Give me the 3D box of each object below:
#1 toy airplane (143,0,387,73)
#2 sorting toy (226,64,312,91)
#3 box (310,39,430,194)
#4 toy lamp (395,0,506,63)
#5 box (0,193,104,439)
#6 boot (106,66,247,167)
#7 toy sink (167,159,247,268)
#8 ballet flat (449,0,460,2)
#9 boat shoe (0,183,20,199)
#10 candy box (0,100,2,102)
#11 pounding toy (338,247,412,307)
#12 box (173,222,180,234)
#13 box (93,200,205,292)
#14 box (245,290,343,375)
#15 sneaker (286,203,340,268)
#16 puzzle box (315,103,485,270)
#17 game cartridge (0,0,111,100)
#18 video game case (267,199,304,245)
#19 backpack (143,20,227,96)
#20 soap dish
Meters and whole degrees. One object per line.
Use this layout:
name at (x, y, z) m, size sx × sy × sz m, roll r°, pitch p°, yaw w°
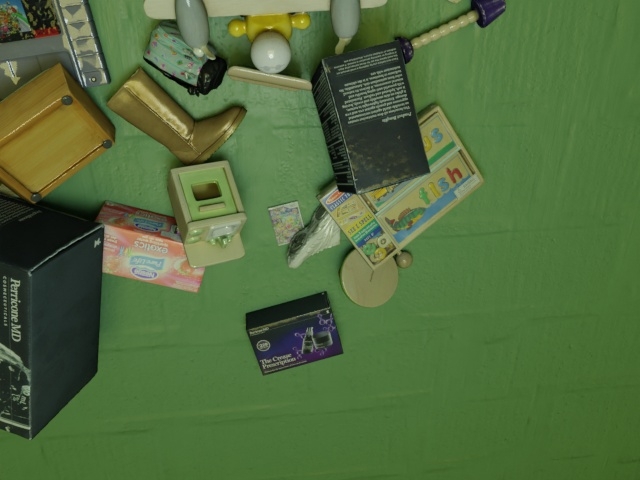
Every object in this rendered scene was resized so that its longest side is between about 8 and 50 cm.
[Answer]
toy airplane at (-0.106, -0.488, 1.171) m, size 0.386 × 0.272 × 0.384 m, roll -14°, pitch 167°, yaw 38°
sorting toy at (-0.125, -0.390, 1.346) m, size 0.193 × 0.208 × 0.038 m, roll 8°, pitch 102°, yaw -11°
box at (0.107, -0.271, 1.323) m, size 0.183 × 0.296 × 0.294 m, roll -15°, pitch 98°, yaw -4°
toy lamp at (0.325, -0.533, 1.407) m, size 0.275 × 0.080 × 0.080 m, roll -25°, pitch 116°, yaw 4°
box at (-0.822, 0.152, 1.381) m, size 0.472 × 0.297 × 0.479 m, roll 15°, pitch 115°, yaw 6°
boot at (-0.354, -0.326, 1.409) m, size 0.236 × 0.089 × 0.269 m, roll -43°, pitch 112°, yaw 12°
toy sink at (-0.282, -0.067, 1.434) m, size 0.153 × 0.131 × 0.234 m, roll -12°, pitch 75°, yaw -23°
ballet flat at (0.298, -0.652, 1.361) m, size 0.057 × 0.049 × 0.173 m, roll -30°, pitch 116°, yaw 8°
boat shoe at (-0.793, -0.140, 1.454) m, size 0.190 × 0.068 × 0.072 m, roll -15°, pitch 105°, yaw 0°
candy box at (-0.810, -0.239, 1.367) m, size 0.165 × 0.070 × 0.196 m, roll 1°, pitch 133°, yaw -8°
pounding toy at (0.143, 0.086, 1.685) m, size 0.183 × 0.110 × 0.237 m, roll 46°, pitch 73°, yaw -13°
box at (-0.312, -0.035, 1.539) m, size 0.162 × 0.116 × 0.029 m, roll 14°, pitch 115°, yaw -14°
box at (-0.455, 0.018, 1.525) m, size 0.300 × 0.154 × 0.142 m, roll 14°, pitch 113°, yaw -15°
box at (-0.080, 0.286, 1.738) m, size 0.261 × 0.103 × 0.184 m, roll -16°, pitch 114°, yaw 0°
sneaker at (0.000, 0.000, 1.610) m, size 0.115 × 0.090 × 0.232 m, roll 35°, pitch 100°, yaw -30°
puzzle box at (0.224, -0.143, 1.551) m, size 0.409 × 0.052 × 0.272 m, roll -39°, pitch 112°, yaw 0°
game cartridge at (-0.700, -0.453, 1.317) m, size 0.355 × 0.068 × 0.230 m, roll -10°, pitch 121°, yaw -3°
video game case at (-0.094, -0.049, 1.621) m, size 0.087 × 0.011 × 0.122 m, roll -14°, pitch 117°, yaw -1°
backpack at (-0.321, -0.432, 1.339) m, size 0.182 × 0.152 × 0.115 m, roll 30°, pitch 111°, yaw -5°
soap dish at (-0.645, -0.236, 1.313) m, size 0.291 × 0.118 × 0.229 m, roll -39°, pitch 148°, yaw -9°
